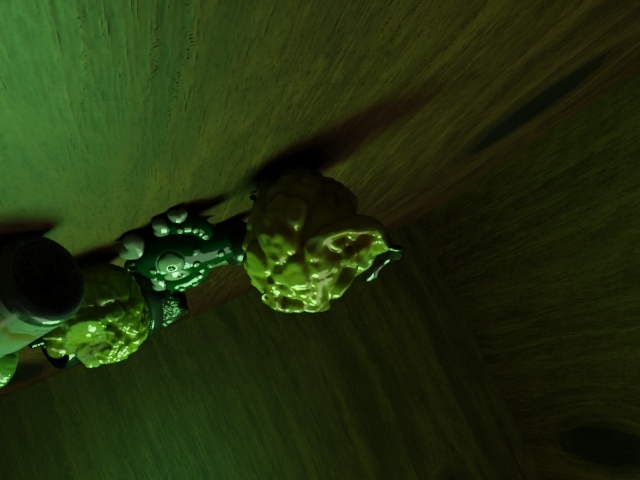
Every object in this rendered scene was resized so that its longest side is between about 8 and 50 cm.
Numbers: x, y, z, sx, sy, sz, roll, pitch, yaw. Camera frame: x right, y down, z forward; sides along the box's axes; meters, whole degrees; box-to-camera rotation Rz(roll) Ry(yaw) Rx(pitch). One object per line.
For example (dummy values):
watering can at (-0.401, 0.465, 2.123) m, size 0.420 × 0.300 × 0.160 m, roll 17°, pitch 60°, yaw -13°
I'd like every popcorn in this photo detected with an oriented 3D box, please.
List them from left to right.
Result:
popcorn at (-0.512, 0.159, 1.484) m, size 0.259 × 0.259 × 0.212 m, roll -27°, pitch -153°, yaw 20°
popcorn at (0.000, 0.000, 1.482) m, size 0.382 × 0.349 × 0.349 m, roll 11°, pitch -178°, yaw 14°

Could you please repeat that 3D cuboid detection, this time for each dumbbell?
dumbbell at (-0.584, 0.210, 1.748) m, size 0.388 × 0.185 × 0.185 m, roll -17°, pitch 170°, yaw -45°

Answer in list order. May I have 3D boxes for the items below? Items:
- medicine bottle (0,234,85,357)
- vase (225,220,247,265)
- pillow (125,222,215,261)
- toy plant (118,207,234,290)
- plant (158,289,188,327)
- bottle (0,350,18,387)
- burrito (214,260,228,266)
medicine bottle at (-0.556, 0.115, 1.146) m, size 0.273 × 0.165 × 0.165 m, roll -30°, pitch 172°, yaw 27°
vase at (-0.251, 0.006, 1.707) m, size 0.183 × 0.120 × 0.120 m, roll 2°, pitch 157°, yaw -41°
pillow at (-0.356, 0.004, 1.566) m, size 0.203 × 0.038 × 0.113 m, roll -26°, pitch 174°, yaw 16°
toy plant at (-0.317, 0.026, 1.455) m, size 0.243 × 0.112 × 0.232 m, roll -30°, pitch 141°, yaw 15°
plant at (-0.555, 0.216, 2.044) m, size 0.275 × 0.149 × 0.146 m, roll -21°, pitch -149°, yaw 5°
bottle at (-0.748, 0.227, 1.308) m, size 0.112 × 0.112 × 0.260 m, roll -29°, pitch 147°, yaw 29°
burrito at (-0.366, 0.075, 1.995) m, size 0.226 × 0.060 × 0.087 m, roll -22°, pitch 178°, yaw -36°
